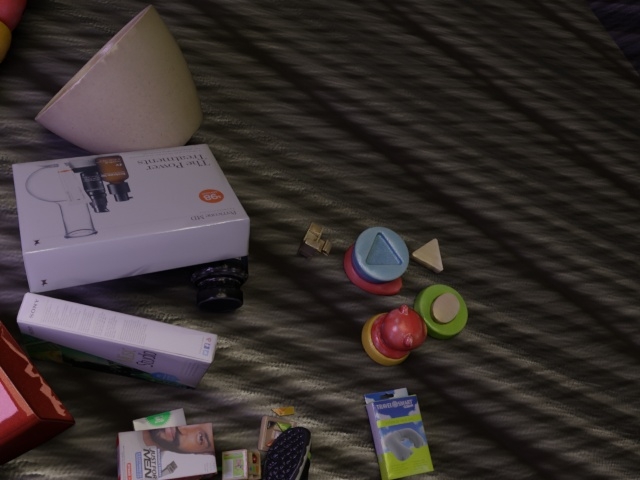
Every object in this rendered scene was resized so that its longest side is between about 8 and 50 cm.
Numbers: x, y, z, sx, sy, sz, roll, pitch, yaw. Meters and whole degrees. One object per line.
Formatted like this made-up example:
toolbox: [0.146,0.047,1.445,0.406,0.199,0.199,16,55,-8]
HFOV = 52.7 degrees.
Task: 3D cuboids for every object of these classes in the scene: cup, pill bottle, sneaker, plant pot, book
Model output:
cup: [-0.388,-0.290,1.361,0.237,0.331,0.331,45,56,-27]
pill bottle: [-0.214,0.032,1.351,0.122,0.123,0.219,2,66,-18]
sneaker: [-0.062,0.476,1.229,0.097,0.084,0.235,47,52,-47]
plant pot: [-0.598,0.266,1.045,0.235,0.267,0.267,-38,82,-17]
book: [-0.289,0.398,1.209,0.096,0.035,0.144,-9,67,-25]

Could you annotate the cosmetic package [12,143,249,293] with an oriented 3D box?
cosmetic package: [-0.353,-0.057,1.198,0.377,0.097,0.284,-10,42,-23]

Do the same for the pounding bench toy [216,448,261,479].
pounding bench toy: [-0.161,0.428,1.224,0.083,0.065,0.052,-13,66,18]

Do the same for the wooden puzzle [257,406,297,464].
wooden puzzle: [-0.085,0.388,1.292,0.078,0.014,0.116,8,64,-16]

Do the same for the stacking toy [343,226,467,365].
stacking toy: [0.213,0.102,1.463,0.279,0.130,0.309,-9,70,-22]

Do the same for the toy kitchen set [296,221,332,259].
toy kitchen set: [0.000,0.000,1.467,0.068,0.075,0.083,27,64,-7]

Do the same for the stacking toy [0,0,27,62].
stacking toy: [-0.758,-0.460,1.342,0.350,0.350,0.480,3,84,-18]

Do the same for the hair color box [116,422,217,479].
hair color box: [-0.278,0.388,1.167,0.167,0.053,0.093,0,61,-23]

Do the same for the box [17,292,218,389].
box: [-0.362,0.191,1.162,0.322,0.232,0.058,16,62,-11]

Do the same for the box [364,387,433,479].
box: [0.163,0.402,1.356,0.109,0.042,0.178,-4,68,-21]
